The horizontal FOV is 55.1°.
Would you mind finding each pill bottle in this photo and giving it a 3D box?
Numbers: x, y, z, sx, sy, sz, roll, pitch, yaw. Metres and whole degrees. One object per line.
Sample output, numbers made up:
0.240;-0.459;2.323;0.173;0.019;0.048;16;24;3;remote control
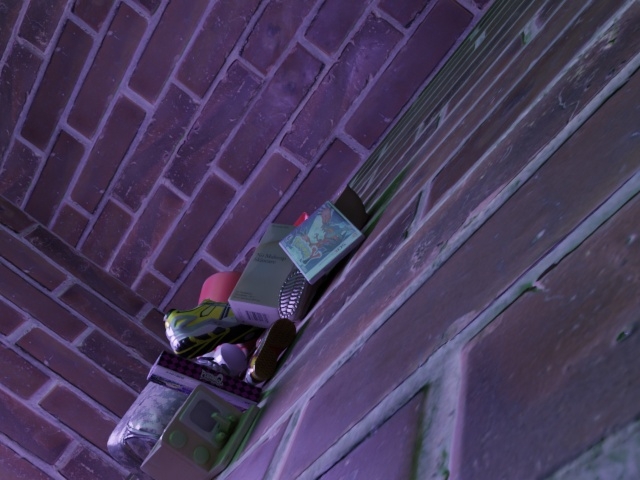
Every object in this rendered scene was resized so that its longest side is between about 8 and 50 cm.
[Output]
-0.339;0.427;1.892;0.246;0.136;0.136;-45;7;24;pill bottle

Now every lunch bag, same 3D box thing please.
-0.386;0.480;1.664;0.256;0.212;0.305;-31;18;40;lunch bag

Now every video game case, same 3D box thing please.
-0.266;0.324;1.380;0.210;0.232;0.041;-47;22;61;video game case
0.000;0.000;1.612;0.183;0.023;0.201;-41;39;-1;video game case

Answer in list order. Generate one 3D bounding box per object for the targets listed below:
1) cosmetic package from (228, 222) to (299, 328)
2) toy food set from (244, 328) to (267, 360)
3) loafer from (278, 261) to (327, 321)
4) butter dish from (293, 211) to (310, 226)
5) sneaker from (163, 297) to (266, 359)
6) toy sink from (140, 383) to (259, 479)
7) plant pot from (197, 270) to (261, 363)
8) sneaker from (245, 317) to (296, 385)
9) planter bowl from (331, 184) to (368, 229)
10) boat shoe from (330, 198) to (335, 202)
-0.123;0.100;1.771;0.113;0.160;0.309;76;-152;-45;cosmetic package
-0.150;0.282;1.847;0.192;0.039;0.132;-56;-5;33;toy food set
-0.034;0.105;1.642;0.102;0.092;0.268;-13;50;43;loafer
-0.013;-0.022;2.248;0.118;0.160;0.160;-26;-14;-38;butter dish
-0.281;0.226;1.820;0.385;0.147;0.145;-7;-41;-46;sneaker
-0.254;0.405;1.266;0.234;0.131;0.152;-48;7;44;toy sink
-0.296;0.279;2.028;0.275;0.275;0.243;-50;17;37;plant pot
-0.125;0.262;1.463;0.084;0.070;0.185;-41;11;46;sneaker
0.070;-0.067;1.778;0.162;0.109;0.162;-52;5;7;planter bowl
0.010;-0.018;2.006;0.307;0.111;0.104;-55;6;-31;boat shoe
